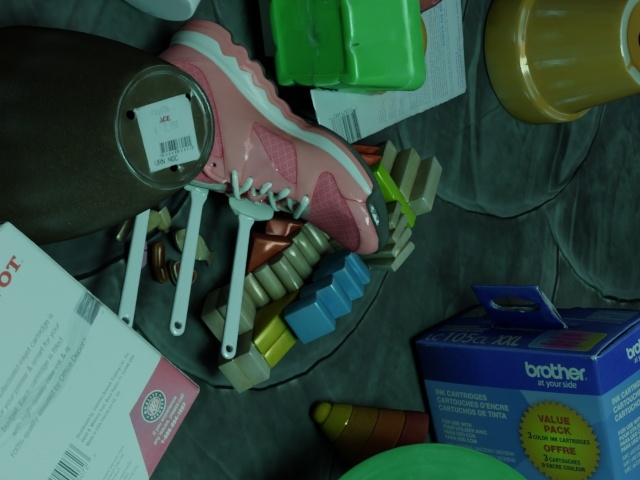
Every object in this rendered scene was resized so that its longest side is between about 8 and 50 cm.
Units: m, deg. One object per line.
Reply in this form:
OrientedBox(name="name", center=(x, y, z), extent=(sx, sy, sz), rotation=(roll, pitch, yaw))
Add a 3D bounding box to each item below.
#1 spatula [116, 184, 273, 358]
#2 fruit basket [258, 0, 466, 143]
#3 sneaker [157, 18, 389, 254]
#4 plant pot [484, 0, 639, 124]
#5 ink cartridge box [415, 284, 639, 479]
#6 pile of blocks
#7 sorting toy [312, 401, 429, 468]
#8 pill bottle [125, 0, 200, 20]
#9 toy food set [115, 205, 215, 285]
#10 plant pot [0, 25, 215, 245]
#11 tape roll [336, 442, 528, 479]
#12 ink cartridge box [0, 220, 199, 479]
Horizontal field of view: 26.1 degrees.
OrientedBox(name="spatula", center=(-0.128, -0.005, 1.423), extent=(0.168, 0.019, 0.242), rotation=(19, 63, -30))
OrientedBox(name="fruit basket", center=(0.066, -0.297, 1.584), extent=(0.353, 0.165, 0.327), rotation=(-33, 120, -58))
OrientedBox(name="sneaker", center=(-0.068, -0.078, 1.422), extent=(0.314, 0.116, 0.136), rotation=(44, 68, 5))
OrientedBox(name="plant pot", center=(0.349, -0.257, 1.792), extent=(0.205, 0.188, 0.205), rotation=(-2, 93, -42))
OrientedBox(name="ink cartridge box", center=(0.282, 0.228, 1.693), extent=(0.151, 0.270, 0.396), rotation=(-24, 107, -45))
OrientedBox(name="pile of blocks", center=(0.000, 0.000, 1.511), extent=(0.362, 0.149, 0.113), rotation=(-51, 121, -28))
OrientedBox(name="sorting toy", center=(-0.009, 0.329, 1.570), extent=(0.126, 0.127, 0.366), rotation=(31, 71, -8))
OrientedBox(name="pill bottle", center=(-0.132, -0.336, 1.399), extent=(0.119, 0.119, 0.209), rotation=(36, 68, -37))
OrientedBox(name="toy food set", center=(-0.168, 0.009, 1.447), extent=(0.122, 0.019, 0.078), rotation=(47, 62, -38))
OrientedBox(name="plant pot", center=(-0.207, -0.099, 1.264), extent=(0.215, 0.230, 0.216), rotation=(-2, 93, -43))
OrientedBox(name="tape roll", center=(0.119, 0.382, 1.471), extent=(0.321, 0.077, 0.321), rotation=(2, 71, -7))
OrientedBox(name="ink cartridge box", center=(-0.278, 0.140, 1.283), extent=(0.283, 0.117, 0.207), rotation=(46, 62, -33))
